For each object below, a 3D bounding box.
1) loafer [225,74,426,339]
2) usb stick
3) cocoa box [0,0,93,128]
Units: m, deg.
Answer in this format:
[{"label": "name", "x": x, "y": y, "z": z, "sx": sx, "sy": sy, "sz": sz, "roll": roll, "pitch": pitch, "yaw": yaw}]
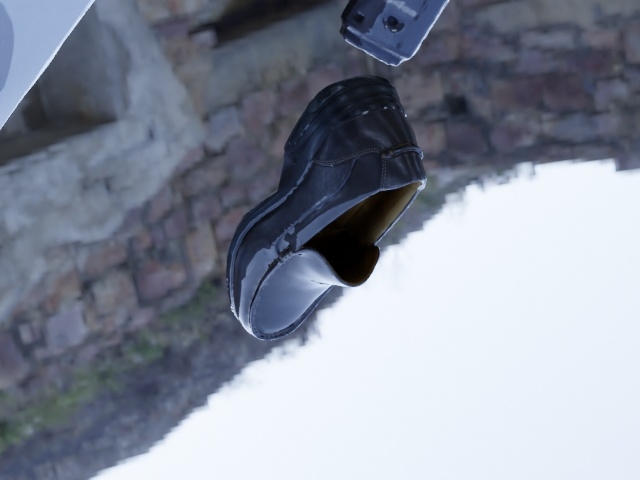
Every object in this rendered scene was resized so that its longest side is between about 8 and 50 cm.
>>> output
[{"label": "loafer", "x": 0.000, "y": 0.000, "z": 0.718, "sx": 0.062, "sy": 0.170, "sz": 0.061, "roll": -10, "pitch": -125, "yaw": -30}, {"label": "usb stick", "x": 0.111, "y": -0.269, "z": 1.182, "sx": 0.077, "sy": 0.278, "sz": 0.045, "roll": 23, "pitch": -160, "yaw": -28}, {"label": "cocoa box", "x": -0.251, "y": -0.188, "z": 0.563, "sx": 0.228, "sy": 0.347, "sz": 0.231, "roll": 29, "pitch": -102, "yaw": 21}]
